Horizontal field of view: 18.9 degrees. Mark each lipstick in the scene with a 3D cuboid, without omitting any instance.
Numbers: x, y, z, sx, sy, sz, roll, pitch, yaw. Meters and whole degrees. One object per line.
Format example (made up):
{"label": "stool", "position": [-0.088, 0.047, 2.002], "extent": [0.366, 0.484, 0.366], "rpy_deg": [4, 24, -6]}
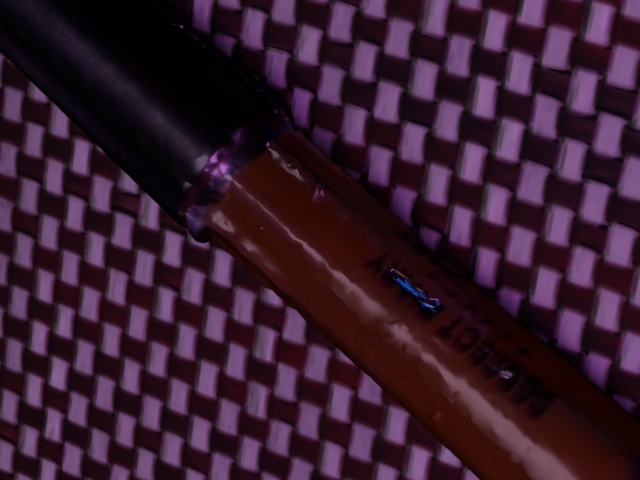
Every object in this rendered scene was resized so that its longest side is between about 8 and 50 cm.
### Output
{"label": "lipstick", "position": [0.000, 0.000, 0.888], "extent": [0.418, 0.077, 0.077], "rpy_deg": [41, 121, 14]}
